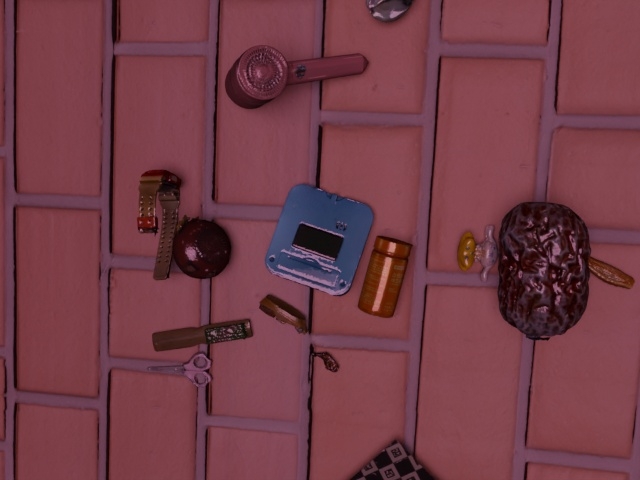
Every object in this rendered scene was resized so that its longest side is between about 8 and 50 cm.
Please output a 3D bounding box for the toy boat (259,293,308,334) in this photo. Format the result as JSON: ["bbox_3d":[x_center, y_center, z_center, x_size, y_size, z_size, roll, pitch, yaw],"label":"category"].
[{"bbox_3d":[-0.094,0.196,1.825,0.149,0.047,0.049,32,113,8],"label":"toy boat"}]

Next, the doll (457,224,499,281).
[{"bbox_3d":[0.395,0.039,1.728,0.113,0.071,0.135,-18,99,-8],"label":"doll"}]

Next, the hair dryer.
[{"bbox_3d":[-0.050,-0.409,1.712,0.353,0.210,0.125,-10,96,-15],"label":"hair dryer"}]

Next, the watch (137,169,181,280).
[{"bbox_3d":[-0.416,-0.048,1.778,0.102,0.165,0.268,-2,69,10],"label":"watch"}]

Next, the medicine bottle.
[{"bbox_3d":[0.161,0.091,1.747,0.096,0.096,0.191,16,97,7],"label":"medicine bottle"}]

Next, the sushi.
[{"bbox_3d":[0.166,0.672,1.830,0.279,0.043,0.192,-44,87,11],"label":"sushi"}]

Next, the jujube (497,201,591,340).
[{"bbox_3d":[0.520,0.068,1.627,0.226,0.226,0.316,1,94,9],"label":"jujube"}]

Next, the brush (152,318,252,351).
[{"bbox_3d":[-0.323,0.258,1.870,0.283,0.048,0.054,-9,94,12],"label":"brush"}]

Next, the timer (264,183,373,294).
[{"bbox_3d":[0.000,0.000,1.790,0.232,0.091,0.249,20,87,8],"label":"timer"}]

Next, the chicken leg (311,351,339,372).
[{"bbox_3d":[0.016,0.314,1.830,0.083,0.021,0.036,41,110,4],"label":"chicken leg"}]

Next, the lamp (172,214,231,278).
[{"bbox_3d":[-0.313,0.025,1.803,0.135,0.156,0.157,-22,55,49],"label":"lamp"}]

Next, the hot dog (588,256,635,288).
[{"bbox_3d":[0.695,0.080,1.693,0.137,0.028,0.044,26,73,3],"label":"hot dog"}]

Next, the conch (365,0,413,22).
[{"bbox_3d":[0.180,-0.614,1.676,0.116,0.106,0.172,28,114,-2],"label":"conch"}]

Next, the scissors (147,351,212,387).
[{"bbox_3d":[-0.387,0.353,1.903,0.189,0.015,0.100,0,98,10],"label":"scissors"}]
